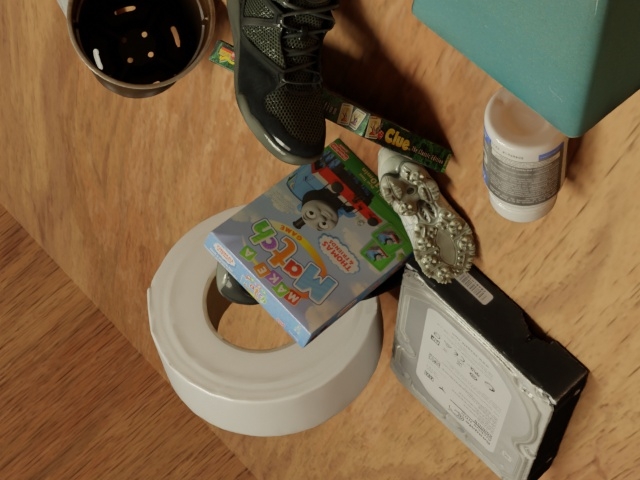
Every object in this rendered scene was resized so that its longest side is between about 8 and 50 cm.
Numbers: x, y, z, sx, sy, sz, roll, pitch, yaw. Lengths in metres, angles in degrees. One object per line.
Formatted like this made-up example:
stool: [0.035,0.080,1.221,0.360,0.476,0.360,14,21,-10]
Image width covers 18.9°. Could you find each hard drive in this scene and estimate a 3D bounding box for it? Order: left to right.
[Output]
hard drive: [0.187,0.155,2.259,0.237,0.064,0.339,44,162,16]

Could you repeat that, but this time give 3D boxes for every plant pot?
plant pot: [-0.212,-0.241,2.241,0.167,0.167,0.165,49,169,1]
plant pot: [0.186,-0.229,1.323,0.166,0.165,0.234,41,153,22]

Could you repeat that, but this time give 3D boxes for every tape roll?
tape roll: [-0.066,0.094,2.364,0.286,0.286,0.100,40,161,25]

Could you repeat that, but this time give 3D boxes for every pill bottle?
pill bottle: [0.187,-0.078,1.754,0.078,0.078,0.137,41,160,23]

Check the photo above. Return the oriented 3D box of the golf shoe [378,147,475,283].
golf shoe: [0.113,-0.034,2.079,0.176,0.069,0.086,62,-177,-36]

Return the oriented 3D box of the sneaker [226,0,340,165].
sneaker: [-0.027,-0.193,1.889,0.130,0.087,0.227,-42,50,53]

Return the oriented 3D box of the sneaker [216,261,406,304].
sneaker: [0.001,0.024,2.191,0.106,0.267,0.101,13,105,47]

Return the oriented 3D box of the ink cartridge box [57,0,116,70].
ink cartridge box: [-0.314,-0.317,2.532,0.179,0.045,0.145,61,169,25]

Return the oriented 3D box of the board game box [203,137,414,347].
board game box: [0.000,0.000,2.133,0.160,0.211,0.039,45,147,10]

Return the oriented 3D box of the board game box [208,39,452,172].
board game box: [0.008,-0.142,2.018,0.136,0.030,0.260,17,-171,-46]
